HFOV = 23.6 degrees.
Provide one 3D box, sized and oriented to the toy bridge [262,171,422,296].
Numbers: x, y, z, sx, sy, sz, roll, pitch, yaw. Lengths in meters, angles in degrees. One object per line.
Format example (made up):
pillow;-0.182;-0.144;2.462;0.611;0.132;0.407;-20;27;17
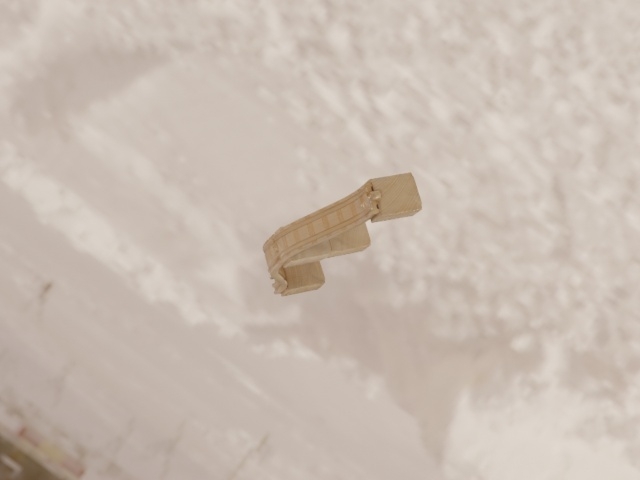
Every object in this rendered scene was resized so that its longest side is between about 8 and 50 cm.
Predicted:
toy bridge;0.000;0.000;0.970;0.188;0.063;0.026;139;118;-64
